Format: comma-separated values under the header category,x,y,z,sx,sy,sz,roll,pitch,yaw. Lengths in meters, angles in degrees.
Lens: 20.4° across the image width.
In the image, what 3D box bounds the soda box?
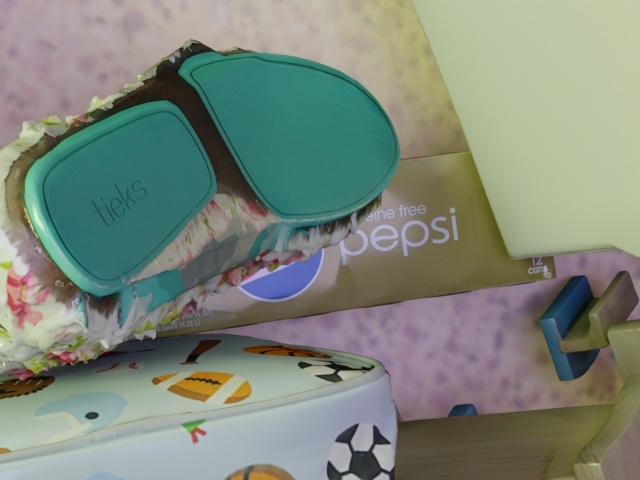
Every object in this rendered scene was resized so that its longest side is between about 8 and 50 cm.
category,x,y,z,sx,sy,sz,roll,pitch,yaw
soda box,0.000,0.000,0.720,0.181,0.061,0.058,-9,91,-16

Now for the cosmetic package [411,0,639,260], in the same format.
category,x,y,z,sx,sy,sz,roll,pitch,yaw
cosmetic package,0.236,-0.128,0.690,0.365,0.197,0.155,-23,97,-28

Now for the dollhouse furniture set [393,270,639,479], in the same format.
category,x,y,z,sx,sy,sz,roll,pitch,yaw
dollhouse furniture set,0.108,0.102,0.739,0.183,0.129,0.129,-44,119,-51

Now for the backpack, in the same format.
category,x,y,z,sx,sy,sz,roll,pitch,yaw
backpack,-0.082,0.141,0.592,0.276,0.263,0.213,-5,84,-23

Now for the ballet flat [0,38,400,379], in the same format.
category,x,y,z,sx,sy,sz,roll,pitch,yaw
ballet flat,-0.057,-0.014,0.600,0.077,0.241,0.091,-31,85,30
